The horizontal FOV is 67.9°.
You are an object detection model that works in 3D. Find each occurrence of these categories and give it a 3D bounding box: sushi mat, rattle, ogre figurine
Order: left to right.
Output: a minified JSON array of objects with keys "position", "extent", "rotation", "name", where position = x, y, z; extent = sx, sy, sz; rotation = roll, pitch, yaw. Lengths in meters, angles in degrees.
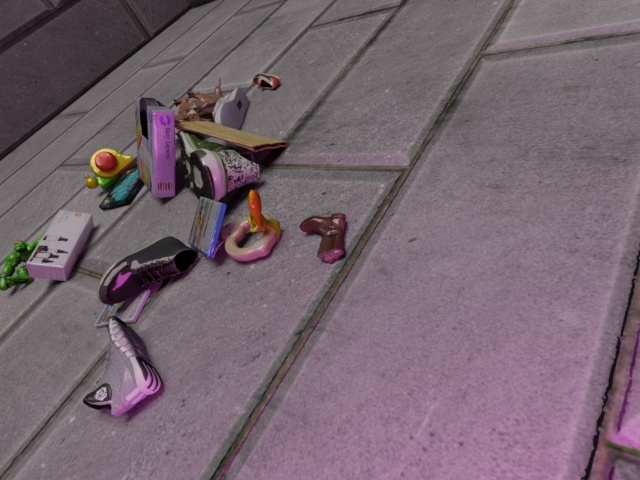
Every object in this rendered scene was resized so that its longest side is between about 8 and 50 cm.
[{"position":[-0.873,0.061,1.421],"extent":[0.197,0.096,0.118],"rotation":[-42,54,11],"name":"ogre figurine"},{"position":[-0.197,-0.031,1.026],"extent":[0.199,0.143,0.130],"rotation":[7,69,31],"name":"rattle"},{"position":[-0.256,-0.298,1.337],"extent":[0.316,0.019,0.151],"rotation":[21,26,30],"name":"sushi mat"}]

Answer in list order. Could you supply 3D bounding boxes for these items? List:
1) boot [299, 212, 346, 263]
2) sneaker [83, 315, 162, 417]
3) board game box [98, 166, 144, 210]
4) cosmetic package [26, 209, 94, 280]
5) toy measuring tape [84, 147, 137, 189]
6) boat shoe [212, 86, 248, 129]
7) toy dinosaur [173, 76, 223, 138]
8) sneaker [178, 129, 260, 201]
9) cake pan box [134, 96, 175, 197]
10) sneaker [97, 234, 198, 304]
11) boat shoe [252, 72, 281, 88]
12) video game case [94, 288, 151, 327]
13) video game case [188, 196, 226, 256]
[{"position":[0.000,0.000,0.939],"extent":[0.106,0.037,0.114],"rotation":[-15,45,24],"name":"boot"},{"position":[-0.398,0.243,0.897],"extent":[0.132,0.086,0.228],"rotation":[-43,40,-11],"name":"sneaker"},{"position":[-0.641,-0.179,1.577],"extent":[0.126,0.026,0.186],"rotation":[-9,43,25],"name":"board game box"},{"position":[-0.748,0.009,1.380],"extent":[0.098,0.061,0.239],"rotation":[9,40,-11],"name":"cosmetic package"},{"position":[-0.698,-0.305,1.678],"extent":[0.330,0.121,0.121],"rotation":[-44,39,-16],"name":"toy measuring tape"},{"position":[-0.313,-0.426,1.576],"extent":[0.088,0.096,0.268],"rotation":[-20,38,21],"name":"boat shoe"},{"position":[-0.411,-0.450,1.649],"extent":[0.200,0.127,0.295],"rotation":[19,56,46],"name":"toy dinosaur"},{"position":[-0.281,-0.211,1.321],"extent":[0.181,0.158,0.410],"rotation":[-10,29,-24],"name":"sneaker"},{"position":[-0.496,-0.289,1.425],"extent":[0.070,0.267,0.245],"rotation":[-8,28,-32],"name":"cake pan box"},{"position":[-0.388,0.069,1.069],"extent":[0.118,0.083,0.222],"rotation":[14,48,42],"name":"sneaker"},{"position":[-0.199,-0.563,1.690],"extent":[0.137,0.049,0.043],"rotation":[21,63,40],"name":"boat shoe"},{"position":[-0.453,0.155,1.090],"extent":[0.121,0.011,0.087],"rotation":[-11,42,24],"name":"video game case"},{"position":[-0.263,-0.036,1.093],"extent":[0.166,0.015,0.119],"rotation":[19,94,58],"name":"video game case"}]
